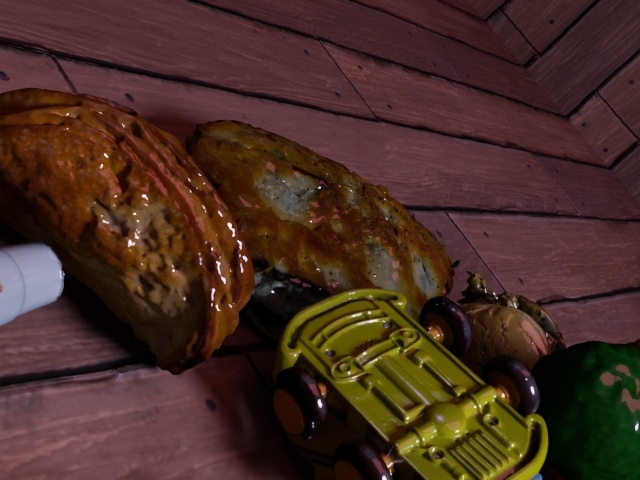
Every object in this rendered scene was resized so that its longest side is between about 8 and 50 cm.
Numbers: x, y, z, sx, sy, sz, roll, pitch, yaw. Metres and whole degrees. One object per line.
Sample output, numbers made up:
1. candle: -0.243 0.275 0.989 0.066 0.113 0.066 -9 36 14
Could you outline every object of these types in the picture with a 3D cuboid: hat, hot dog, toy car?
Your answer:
1. hat: 0.320 0.194 0.962 0.400 0.285 0.285 42 24 -30
2. hot dog: -0.161 -0.020 0.739 0.259 0.175 0.114 44 61 -7
3. toy car: 0.067 0.161 0.815 0.200 0.142 0.248 -18 47 -32

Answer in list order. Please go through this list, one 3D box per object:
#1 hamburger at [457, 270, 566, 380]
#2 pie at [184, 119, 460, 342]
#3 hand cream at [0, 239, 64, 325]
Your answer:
1. hamburger: 0.189 0.122 1.052 0.131 0.159 0.185 -5 79 -54
2. pie: 0.000 0.000 1.013 0.355 0.103 0.288 29 31 -23
3. hand cream: -0.290 0.055 0.567 0.331 0.058 0.085 -20 86 -57
